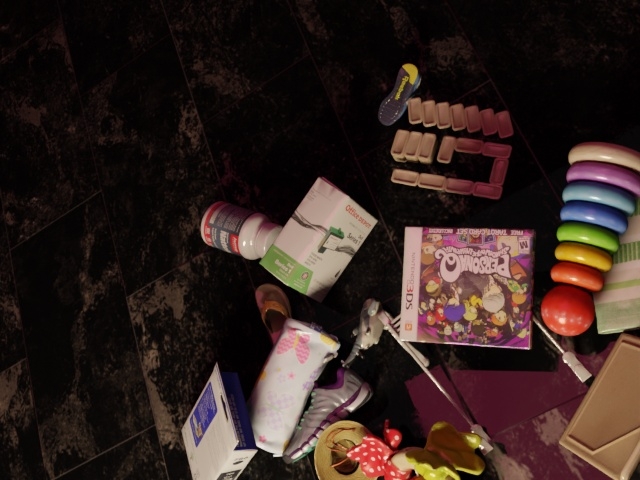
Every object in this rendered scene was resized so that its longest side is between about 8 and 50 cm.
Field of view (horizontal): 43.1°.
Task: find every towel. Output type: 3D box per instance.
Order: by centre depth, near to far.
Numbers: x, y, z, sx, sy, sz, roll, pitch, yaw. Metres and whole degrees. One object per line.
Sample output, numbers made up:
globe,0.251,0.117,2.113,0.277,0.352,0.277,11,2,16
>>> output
towel,0.594,-0.009,1.425,0.248,0.038,0.324,-12,65,25

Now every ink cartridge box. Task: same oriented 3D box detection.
ink cartridge box,-0.196,0.377,1.591,0.332,0.065,0.165,120,138,-51
ink cartridge box,0.000,0.000,1.680,0.092,0.160,0.219,35,91,32

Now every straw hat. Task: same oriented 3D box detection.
straw hat,0.044,0.413,1.559,0.061,0.144,0.144,-14,57,70

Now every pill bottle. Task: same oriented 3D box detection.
pill bottle,-0.168,-0.017,1.810,0.180,0.108,0.108,17,81,33

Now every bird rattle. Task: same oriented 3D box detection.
bird rattle,0.167,0.428,1.438,0.253,0.143,0.207,-21,87,43

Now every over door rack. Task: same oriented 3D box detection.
over door rack,0.294,0.191,1.494,0.239,0.108,0.324,-41,72,10

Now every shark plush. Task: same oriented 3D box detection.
shark plush,0.090,0.187,1.615,0.067,0.073,0.161,-2,61,44

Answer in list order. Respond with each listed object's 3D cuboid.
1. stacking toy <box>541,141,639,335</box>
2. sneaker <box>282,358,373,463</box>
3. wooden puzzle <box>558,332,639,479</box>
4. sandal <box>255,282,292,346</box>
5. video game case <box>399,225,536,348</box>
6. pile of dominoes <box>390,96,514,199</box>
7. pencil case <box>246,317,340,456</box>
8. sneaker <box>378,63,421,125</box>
stacking toy,0.464,0.005,1.400,0.141,0.141,0.330,12,81,32
sneaker,-0.005,0.337,1.596,0.224,0.083,0.098,-42,78,-2
wooden puzzle,0.490,0.264,1.296,0.044,0.239,0.221,31,88,-6
sandal,-0.097,0.167,1.738,0.072,0.049,0.180,-29,61,17
video game case,0.260,0.082,1.441,0.232,0.042,0.210,2,85,19
pile of dominoes,0.276,-0.190,1.688,0.251,0.040,0.196,12,78,23
pencil case,-0.066,0.291,1.639,0.124,0.113,0.273,28,84,-9
sneaker,0.178,-0.314,1.769,0.053,0.059,0.144,36,111,16
